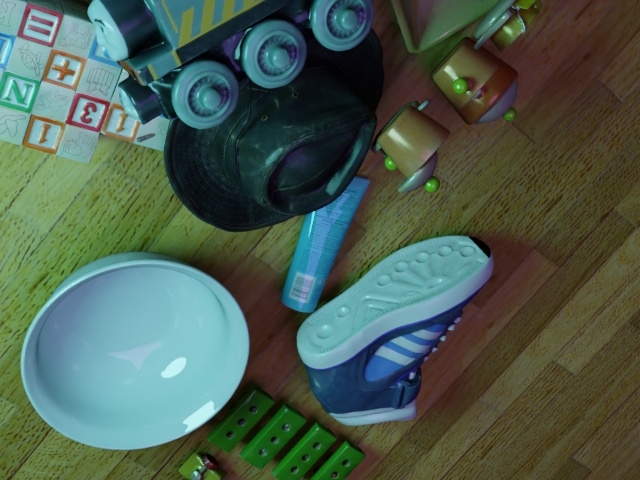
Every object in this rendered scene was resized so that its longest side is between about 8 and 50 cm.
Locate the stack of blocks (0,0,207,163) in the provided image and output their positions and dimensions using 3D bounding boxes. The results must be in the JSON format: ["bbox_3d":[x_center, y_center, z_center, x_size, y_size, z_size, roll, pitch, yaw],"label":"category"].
[{"bbox_3d":[-0.279,-0.189,1.348,0.297,0.087,0.171,14,113,-25],"label":"stack of blocks"}]

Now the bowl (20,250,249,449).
[{"bbox_3d":[-0.254,0.127,1.502,0.298,0.134,0.298,-8,119,-14],"label":"bowl"}]

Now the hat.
[{"bbox_3d":[-0.021,-0.129,1.381,0.331,0.134,0.331,-21,130,-28],"label":"hat"}]

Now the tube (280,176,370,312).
[{"bbox_3d":[0.000,0.000,1.570,0.080,0.052,0.207,12,108,-29],"label":"tube"}]

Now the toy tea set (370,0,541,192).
[{"bbox_3d":[0.180,-0.160,1.391,0.124,0.200,0.336,42,60,-3],"label":"toy tea set"}]

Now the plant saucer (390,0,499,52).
[{"bbox_3d":[0.200,-0.419,1.327,0.333,0.081,0.333,-31,151,1],"label":"plant saucer"}]

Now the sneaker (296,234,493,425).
[{"bbox_3d":[0.131,0.152,1.660,0.323,0.130,0.236,-30,132,-6],"label":"sneaker"}]

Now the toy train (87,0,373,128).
[{"bbox_3d":[-0.089,-0.263,1.207,0.334,0.142,0.190,-32,124,-11],"label":"toy train"}]

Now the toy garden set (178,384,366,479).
[{"bbox_3d":[-0.085,0.344,1.730,0.244,0.049,0.204,36,100,-31],"label":"toy garden set"}]
